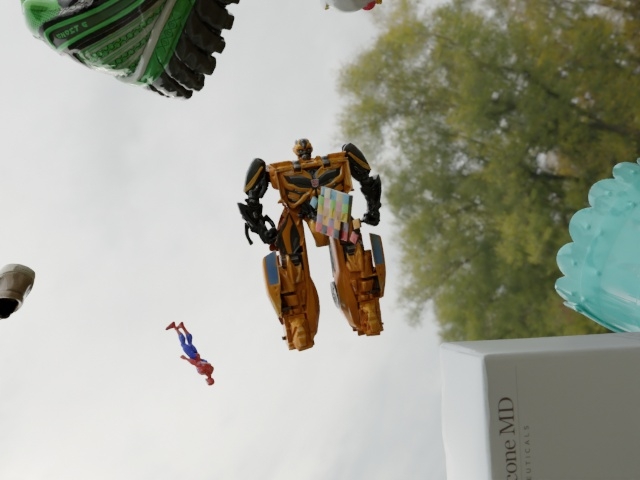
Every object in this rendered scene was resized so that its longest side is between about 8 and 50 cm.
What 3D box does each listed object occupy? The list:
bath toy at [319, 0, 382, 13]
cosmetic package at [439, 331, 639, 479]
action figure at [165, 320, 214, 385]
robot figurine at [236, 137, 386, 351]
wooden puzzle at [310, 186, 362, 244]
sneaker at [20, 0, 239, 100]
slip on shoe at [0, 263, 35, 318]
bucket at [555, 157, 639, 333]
[{"bbox_3d":[0.090,-0.411,1.124,0.129,0.151,0.348,-18,1,-15],"label":"bath toy"},{"bbox_3d":[0.396,0.237,1.023,0.161,0.453,0.230,166,102,-80],"label":"cosmetic package"},{"bbox_3d":[-0.194,0.174,1.212,0.030,0.115,0.038,-46,-24,10],"label":"action figure"},{"bbox_3d":[0.000,0.000,1.123,0.085,0.211,0.291,-153,52,-77],"label":"robot figurine"},{"bbox_3d":[0.015,-0.028,0.839,0.006,0.083,0.049,-6,-73,-39],"label":"wooden puzzle"},{"bbox_3d":[-0.096,-0.242,0.486,0.146,0.134,0.343,10,-52,-28],"label":"sneaker"},{"bbox_3d":[-0.367,0.071,0.913,0.051,0.135,0.041,27,-131,-33],"label":"slip on shoe"},{"bbox_3d":[0.526,0.028,1.235,0.281,0.183,0.281,-18,-56,-30],"label":"bucket"}]
